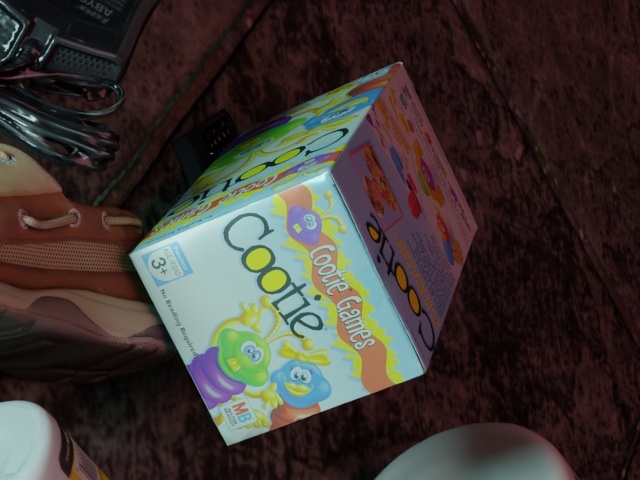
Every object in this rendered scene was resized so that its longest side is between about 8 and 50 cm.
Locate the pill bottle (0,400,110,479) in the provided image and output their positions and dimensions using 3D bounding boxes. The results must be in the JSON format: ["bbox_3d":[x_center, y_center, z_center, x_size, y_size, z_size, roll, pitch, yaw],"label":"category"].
[{"bbox_3d":[-0.147,0.202,1.031,0.208,0.119,0.119,54,40,-30],"label":"pill bottle"}]

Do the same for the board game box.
[{"bbox_3d":[0.000,0.000,1.186,0.144,0.142,0.275,64,18,-12],"label":"board game box"}]

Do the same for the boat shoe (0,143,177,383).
[{"bbox_3d":[-0.204,0.007,1.028,0.324,0.123,0.116,23,57,-60],"label":"boat shoe"}]

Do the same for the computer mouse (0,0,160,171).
[{"bbox_3d":[-0.178,-0.153,1.130,0.188,0.072,0.272,32,43,-6],"label":"computer mouse"}]

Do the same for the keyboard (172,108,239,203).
[{"bbox_3d":[-0.048,0.001,1.312,0.100,0.038,0.192,-42,113,-52],"label":"keyboard"}]

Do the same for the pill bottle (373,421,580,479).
[{"bbox_3d":[0.181,0.327,1.385,0.361,0.204,0.204,52,41,-31],"label":"pill bottle"}]
